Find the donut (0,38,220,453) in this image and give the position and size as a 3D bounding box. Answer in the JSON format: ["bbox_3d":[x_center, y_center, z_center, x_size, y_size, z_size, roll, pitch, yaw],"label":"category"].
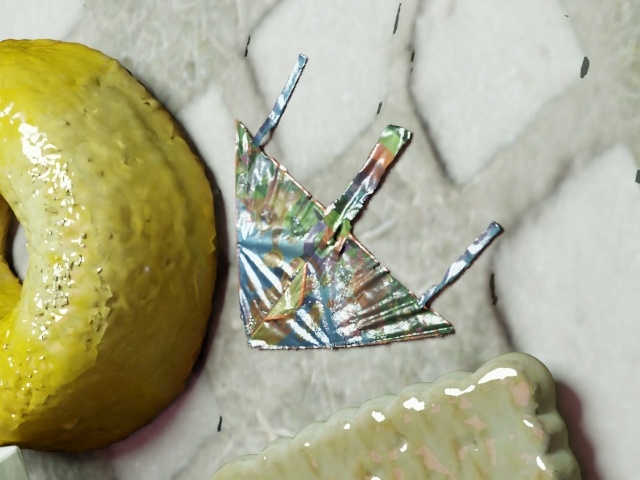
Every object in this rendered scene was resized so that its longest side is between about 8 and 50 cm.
[{"bbox_3d":[-0.199,0.003,0.734,0.277,0.108,0.278,0,90,30],"label":"donut"}]

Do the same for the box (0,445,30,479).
[{"bbox_3d":[-0.216,0.257,0.722,0.164,0.069,0.256,-11,103,30],"label":"box"}]

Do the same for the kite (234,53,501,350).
[{"bbox_3d":[0.000,0.000,0.674,0.183,0.010,0.160,44,110,23],"label":"kite"}]

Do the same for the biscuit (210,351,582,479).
[{"bbox_3d":[0.073,0.236,0.610,0.217,0.044,0.325,-26,77,27],"label":"biscuit"}]
